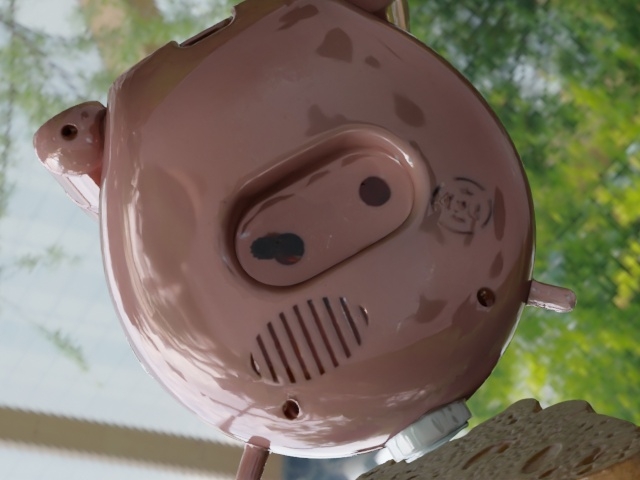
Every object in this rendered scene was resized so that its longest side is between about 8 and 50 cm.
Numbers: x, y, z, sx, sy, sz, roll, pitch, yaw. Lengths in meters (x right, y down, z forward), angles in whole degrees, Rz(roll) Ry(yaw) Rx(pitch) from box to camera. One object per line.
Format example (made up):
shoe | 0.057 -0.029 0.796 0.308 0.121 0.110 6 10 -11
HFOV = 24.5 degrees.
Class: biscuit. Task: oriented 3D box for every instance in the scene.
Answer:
biscuit | 0.110 0.150 0.923 0.183 0.280 0.043 -36 -77 -35

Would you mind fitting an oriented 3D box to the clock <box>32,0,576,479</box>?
clock | 0.000 0.000 0.757 0.241 0.227 0.142 61 178 13
